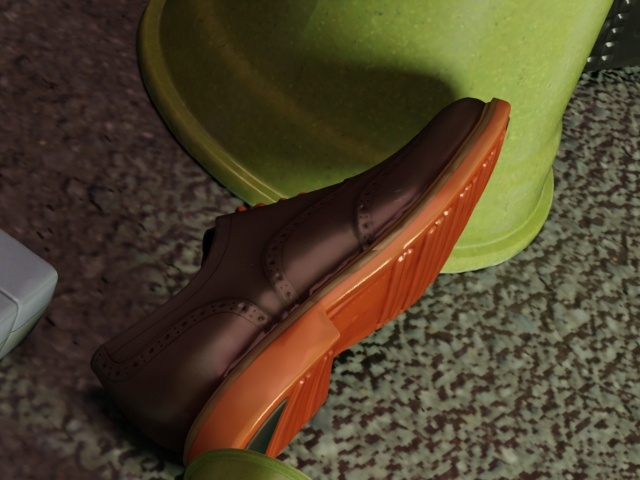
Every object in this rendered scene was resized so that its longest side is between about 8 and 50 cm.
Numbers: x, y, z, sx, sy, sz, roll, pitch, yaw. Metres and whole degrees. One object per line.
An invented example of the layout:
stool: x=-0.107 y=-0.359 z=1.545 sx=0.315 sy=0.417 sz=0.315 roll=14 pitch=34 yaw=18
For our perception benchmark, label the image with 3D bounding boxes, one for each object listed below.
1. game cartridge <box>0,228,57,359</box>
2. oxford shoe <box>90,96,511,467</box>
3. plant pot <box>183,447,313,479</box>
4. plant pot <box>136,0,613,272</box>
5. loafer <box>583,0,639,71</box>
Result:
game cartridge: x=-0.313 y=-0.028 z=0.810 sx=0.355 sy=0.068 sz=0.230 roll=35 pitch=41 yaw=7
oxford shoe: x=0.000 y=0.000 z=0.913 sx=0.098 sy=0.097 sz=0.271 roll=34 pitch=53 yaw=15
plant pot: x=-0.038 y=0.145 z=0.784 sx=0.083 sy=0.083 sz=0.079 roll=31 pitch=49 yaw=2
plant pot: x=0.068 y=-0.168 z=1.062 sx=0.276 sy=0.254 sz=0.276 roll=19 pitch=37 yaw=-15
loafer: x=0.254 y=-0.200 z=1.325 sx=0.366 sy=0.134 sz=0.130 roll=0 pitch=46 yaw=-34
